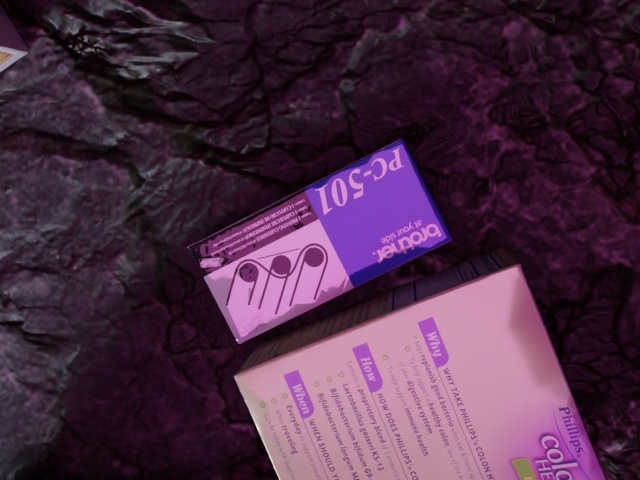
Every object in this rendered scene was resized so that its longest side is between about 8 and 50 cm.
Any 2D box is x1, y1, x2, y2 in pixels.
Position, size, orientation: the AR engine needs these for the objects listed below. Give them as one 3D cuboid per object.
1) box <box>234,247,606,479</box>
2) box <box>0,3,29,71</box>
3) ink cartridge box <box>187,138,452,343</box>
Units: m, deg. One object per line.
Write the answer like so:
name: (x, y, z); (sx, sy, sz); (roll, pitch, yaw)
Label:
box: (0.086, 0.152, 0.724); (0.243, 0.117, 0.214); (-23, 93, 8)
box: (-0.344, -0.173, 0.684); (0.114, 0.203, 0.103); (-32, 92, 8)
ink cartridge box: (0.000, 0.000, 0.751); (0.207, 0.046, 0.097); (-27, 94, 7)
